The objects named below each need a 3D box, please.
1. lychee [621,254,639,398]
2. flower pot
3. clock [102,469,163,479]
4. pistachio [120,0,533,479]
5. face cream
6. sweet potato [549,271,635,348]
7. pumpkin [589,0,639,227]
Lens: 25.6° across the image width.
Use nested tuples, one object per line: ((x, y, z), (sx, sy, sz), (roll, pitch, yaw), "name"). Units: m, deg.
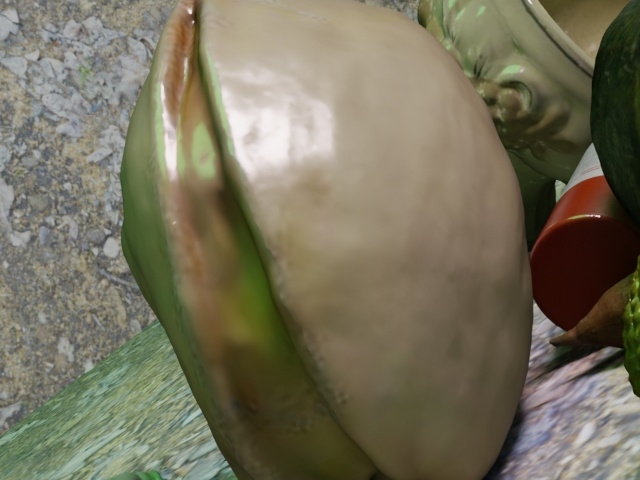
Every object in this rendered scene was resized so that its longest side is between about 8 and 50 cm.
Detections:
((0.213, 0.034, 0.716), (0.146, 0.114, 0.114), (-55, 14, -18), "lychee")
((0.201, -0.136, 1.303), (0.244, 0.307, 0.307), (-49, -4, 37), "flower pot")
((-0.218, 0.255, 0.964), (0.265, 0.109, 0.324), (-19, -6, -45), "clock")
((0.000, 0.000, 0.964), (0.281, 0.365, 0.445), (-24, 36, 15), "pistachio")
((0.221, -0.011, 1.047), (0.095, 0.096, 0.214), (-29, 8, 28), "face cream")
((0.201, 0.047, 0.921), (0.117, 0.049, 0.049), (-26, 10, 28), "sweet potato")
((0.306, -0.110, 0.882), (0.300, 0.207, 0.300), (-26, 15, 7), "pumpkin")
